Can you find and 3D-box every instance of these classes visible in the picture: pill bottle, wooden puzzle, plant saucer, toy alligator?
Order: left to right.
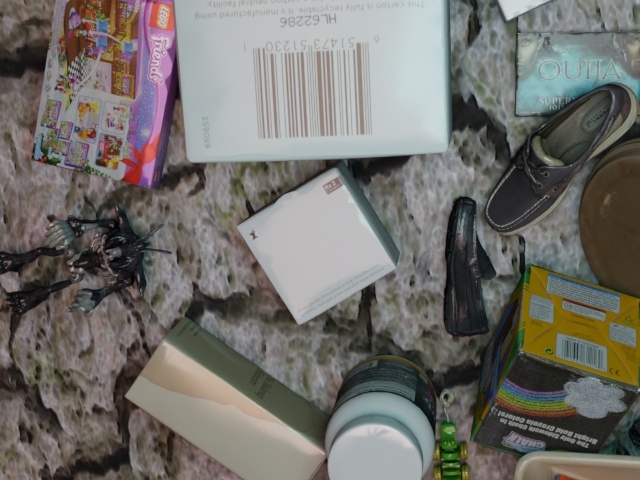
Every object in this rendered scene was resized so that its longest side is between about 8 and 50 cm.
[{"bbox_3d":[0.092,0.285,1.488,0.162,0.278,0.162,1,102,7],"label":"pill bottle"},{"bbox_3d":[0.208,0.336,1.598,0.056,0.051,0.190,-4,100,7],"label":"toy alligator"},{"bbox_3d":[0.473,0.426,1.468,0.347,0.080,0.322,-4,135,14],"label":"wooden puzzle"},{"bbox_3d":[0.470,-0.009,1.411,0.041,0.278,0.278,-17,101,-33],"label":"plant saucer"}]

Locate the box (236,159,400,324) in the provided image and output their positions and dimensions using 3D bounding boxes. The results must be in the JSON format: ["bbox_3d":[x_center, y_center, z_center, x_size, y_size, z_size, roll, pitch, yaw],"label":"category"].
[{"bbox_3d":[0.000,0.000,1.527,0.181,0.119,0.182,-31,95,12],"label":"box"}]

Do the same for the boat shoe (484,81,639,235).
[{"bbox_3d":[0.335,-0.122,1.449,0.285,0.092,0.103,-45,62,23],"label":"boat shoe"}]

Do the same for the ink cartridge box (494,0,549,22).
[{"bbox_3d":[0.278,-0.399,1.432,0.090,0.092,0.143,-24,95,12],"label":"ink cartridge box"}]

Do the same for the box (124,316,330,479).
[{"bbox_3d":[-0.137,0.270,1.583,0.311,0.148,0.121,34,102,-2],"label":"box"}]

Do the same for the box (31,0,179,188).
[{"bbox_3d":[-0.326,-0.245,1.553,0.201,0.057,0.293,14,102,5],"label":"box"}]

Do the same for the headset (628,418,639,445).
[{"bbox_3d":[0.681,0.280,1.504,0.394,0.185,0.243,-13,108,-4],"label":"headset"}]

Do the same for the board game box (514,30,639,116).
[{"bbox_3d":[0.384,-0.248,1.480,0.186,0.026,0.126,0,101,7],"label":"board game box"}]

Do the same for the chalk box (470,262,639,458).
[{"bbox_3d":[0.335,0.211,1.470,0.180,0.179,0.289,18,136,2],"label":"chalk box"}]

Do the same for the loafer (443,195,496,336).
[{"bbox_3d":[0.231,0.041,1.532,0.078,0.076,0.223,0,105,2],"label":"loafer"}]

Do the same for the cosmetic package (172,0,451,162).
[{"bbox_3d":[0.009,-0.289,1.331,0.329,0.394,0.327,-2,101,7],"label":"cosmetic package"}]

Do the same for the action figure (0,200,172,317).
[{"bbox_3d":[-0.381,0.041,1.574,0.275,0.141,0.164,-17,97,13],"label":"action figure"}]
